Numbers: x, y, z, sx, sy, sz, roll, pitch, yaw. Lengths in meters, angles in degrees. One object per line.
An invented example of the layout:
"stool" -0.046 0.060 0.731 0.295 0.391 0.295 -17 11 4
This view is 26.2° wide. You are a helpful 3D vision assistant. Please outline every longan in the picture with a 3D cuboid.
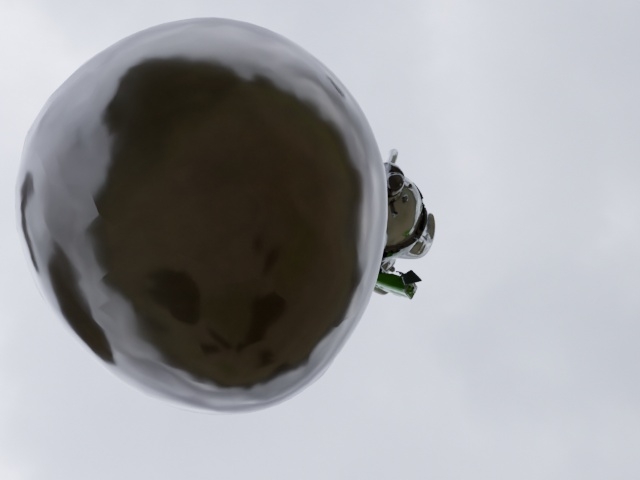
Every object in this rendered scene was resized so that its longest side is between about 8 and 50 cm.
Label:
"longan" -0.071 -0.015 0.896 0.258 0.258 0.258 -8 -72 -24

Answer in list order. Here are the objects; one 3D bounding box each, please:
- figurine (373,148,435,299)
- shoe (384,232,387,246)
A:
"figurine" 0.059 -0.016 1.458 0.126 0.192 0.147 17 -121 4
"shoe" 0.000 0.000 1.278 0.079 0.078 0.195 -58 -17 5
